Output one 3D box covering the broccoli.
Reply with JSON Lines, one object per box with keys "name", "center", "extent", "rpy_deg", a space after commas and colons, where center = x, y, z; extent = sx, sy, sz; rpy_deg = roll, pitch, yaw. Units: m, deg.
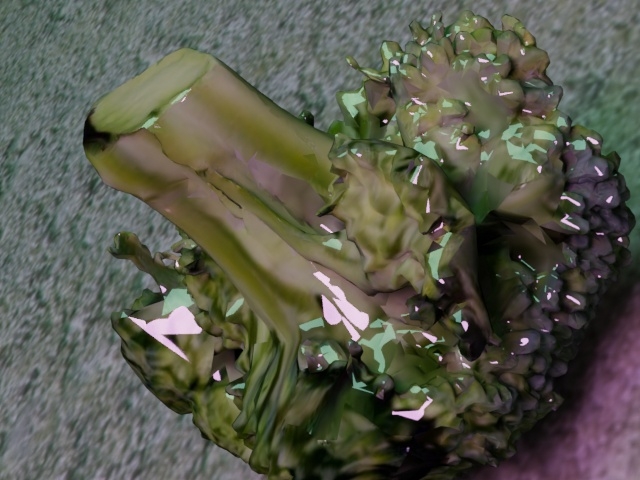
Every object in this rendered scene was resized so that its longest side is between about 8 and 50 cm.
{"name": "broccoli", "center": [0.023, 0.010, 1.160], "extent": [0.277, 0.317, 0.338], "rpy_deg": [-47, 54, -7]}
